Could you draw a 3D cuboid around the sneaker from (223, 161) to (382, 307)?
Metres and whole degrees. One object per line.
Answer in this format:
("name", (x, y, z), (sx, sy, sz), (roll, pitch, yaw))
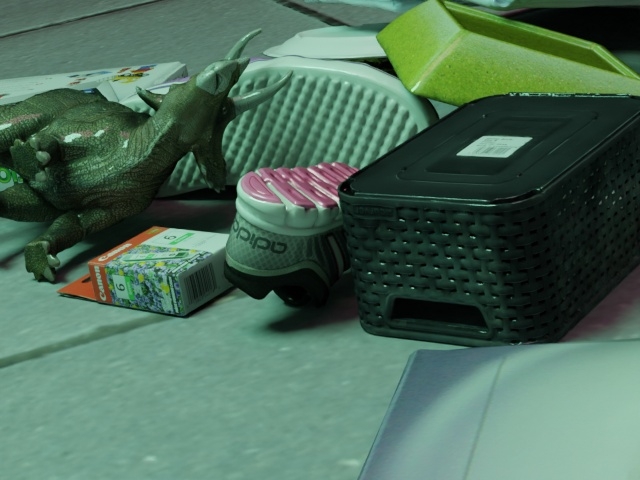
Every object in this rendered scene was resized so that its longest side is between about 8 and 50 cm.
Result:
("sneaker", (0.000, 0.000, 0.889), (0.063, 0.075, 0.170), (34, 20, 28))

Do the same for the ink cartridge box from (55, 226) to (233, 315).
("ink cartridge box", (-0.107, 0.016, 0.944), (0.115, 0.029, 0.063), (7, 26, 38))

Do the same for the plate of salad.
("plate of salad", (0.050, -0.160, 1.319), (0.199, 0.048, 0.200), (-3, 12, 1))

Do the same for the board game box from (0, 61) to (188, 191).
("board game box", (-0.281, -0.089, 1.276), (0.305, 0.053, 0.193), (-3, 20, 18))

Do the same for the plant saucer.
("plant saucer", (0.142, -0.119, 1.048), (0.188, 0.045, 0.188), (15, 17, -9))

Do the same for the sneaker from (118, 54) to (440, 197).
("sneaker", (-0.012, -0.098, 1.108), (0.282, 0.102, 0.161), (5, 22, 35))

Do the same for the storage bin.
("storage bin", (0.106, -0.017, 0.853), (0.122, 0.084, 0.180), (5, 24, 35))

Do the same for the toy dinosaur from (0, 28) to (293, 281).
("toy dinosaur", (-0.175, -0.058, 1.054), (0.313, 0.121, 0.160), (1, 22, 42))

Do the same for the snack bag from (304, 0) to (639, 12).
("snack bag", (0.192, -0.211, 1.296), (0.323, 0.037, 0.342), (-5, 12, -27))

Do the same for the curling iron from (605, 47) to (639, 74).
("curling iron", (0.278, -0.124, 1.129), (0.274, 0.035, 0.068), (8, 23, 39))

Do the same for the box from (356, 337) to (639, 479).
("box", (0.138, 0.146, 0.259), (0.294, 0.183, 0.296), (-5, 20, 17))
